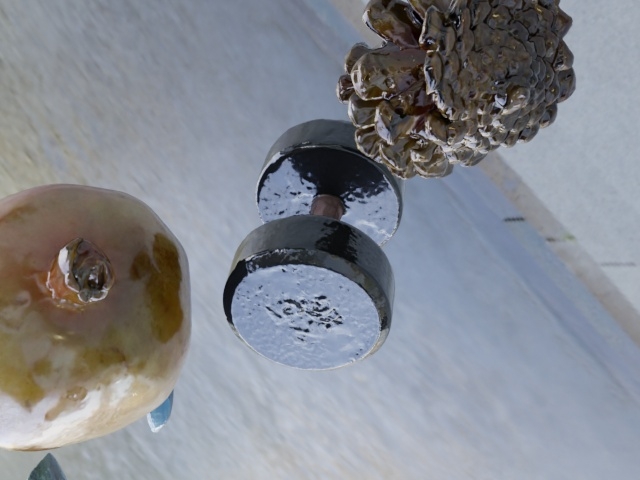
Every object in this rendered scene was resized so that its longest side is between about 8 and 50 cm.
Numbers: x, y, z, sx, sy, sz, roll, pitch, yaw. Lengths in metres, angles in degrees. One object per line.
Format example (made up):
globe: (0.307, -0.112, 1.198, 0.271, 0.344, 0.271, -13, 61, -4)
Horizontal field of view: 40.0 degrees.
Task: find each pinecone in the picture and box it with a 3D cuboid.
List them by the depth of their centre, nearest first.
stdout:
pinecone: (0.101, -0.131, 0.693, 0.195, 0.179, 0.149, -42, 65, 57)

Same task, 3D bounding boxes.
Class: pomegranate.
pomegranate: (-0.232, 0.062, 0.780, 0.270, 0.252, 0.228, -39, 58, 50)

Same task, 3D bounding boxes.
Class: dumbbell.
dumbbell: (0.000, 0.000, 0.835, 0.153, 0.218, 0.152, 5, 129, 6)

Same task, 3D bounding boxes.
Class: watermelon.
watermelon: (-0.335, 0.306, 1.035, 0.080, 0.155, 0.101, -2, 121, 15)

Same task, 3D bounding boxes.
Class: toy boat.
toy boat: (-0.204, 0.172, 1.122, 0.034, 0.149, 0.105, 7, 127, -14)
